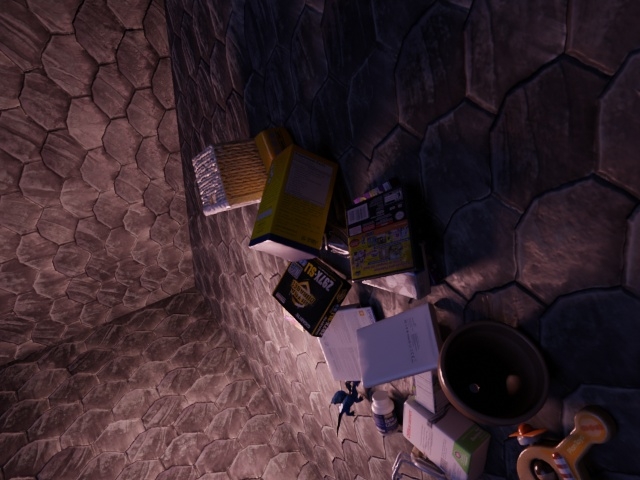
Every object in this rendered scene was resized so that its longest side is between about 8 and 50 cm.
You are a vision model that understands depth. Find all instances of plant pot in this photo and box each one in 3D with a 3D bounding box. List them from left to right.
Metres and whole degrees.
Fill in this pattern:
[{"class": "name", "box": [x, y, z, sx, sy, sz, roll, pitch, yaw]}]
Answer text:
[{"class": "plant pot", "box": [0.442, 0.375, 1.141, 0.263, 0.263, 0.229, 49, 165, 28]}]

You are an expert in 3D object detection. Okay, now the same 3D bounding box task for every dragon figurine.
[{"class": "dragon figurine", "box": [0.108, 0.741, 1.928, 0.144, 0.289, 0.085, 41, 172, -38]}]

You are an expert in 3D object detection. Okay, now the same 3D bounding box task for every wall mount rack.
[{"class": "wall mount rack", "box": [0.412, 0.884, 1.514, 0.305, 0.130, 0.350, 22, 165, 17]}]

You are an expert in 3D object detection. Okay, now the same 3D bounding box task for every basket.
[{"class": "basket", "box": [-0.341, -0.281, 1.835, 0.328, 0.332, 0.266, -5, 100, 59]}]

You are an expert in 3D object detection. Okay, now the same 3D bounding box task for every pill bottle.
[{"class": "pill bottle", "box": [0.267, 0.720, 1.762, 0.094, 0.094, 0.169, 9, 118, 56]}]

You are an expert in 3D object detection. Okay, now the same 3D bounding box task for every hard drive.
[{"class": "hard drive", "box": [0.253, 0.349, 1.386, 0.308, 0.040, 0.202, -31, 51, 36]}]

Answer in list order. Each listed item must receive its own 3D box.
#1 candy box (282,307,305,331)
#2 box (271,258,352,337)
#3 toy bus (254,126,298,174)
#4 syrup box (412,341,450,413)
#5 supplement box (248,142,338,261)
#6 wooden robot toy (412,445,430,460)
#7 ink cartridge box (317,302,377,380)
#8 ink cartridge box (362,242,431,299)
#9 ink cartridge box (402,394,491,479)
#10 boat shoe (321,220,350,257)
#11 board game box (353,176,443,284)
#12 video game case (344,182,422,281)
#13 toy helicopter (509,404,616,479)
[{"class": "candy box", "box": [-0.130, 0.389, 2.214, 0.187, 0.053, 0.109, 23, 129, 48]}, {"class": "box", "box": [-0.047, 0.215, 1.795, 0.322, 0.079, 0.257, 37, 98, 44]}, {"class": "toy bus", "box": [-0.139, -0.281, 1.694, 0.108, 0.130, 0.332, -14, 98, 60]}, {"class": "syrup box", "box": [0.371, 0.447, 1.411, 0.096, 0.093, 0.236, 19, 125, 53]}, {"class": "supplement box", "box": [-0.095, -0.124, 1.496, 0.195, 0.194, 0.355, -16, 58, 60]}, {"class": "wooden robot toy", "box": [0.418, 0.786, 1.585, 0.173, 0.078, 0.076, 32, 165, -19]}, {"class": "ink cartridge box", "box": [0.141, 0.426, 1.753, 0.331, 0.071, 0.323, -15, 98, 37]}, {"class": "ink cartridge box", "box": [0.205, 0.075, 1.369, 0.333, 0.065, 0.165, 11, 119, 57]}, {"class": "ink cartridge box", "box": [0.426, 0.674, 1.456, 0.273, 0.115, 0.198, 30, 134, 45]}, {"class": "boat shoe", "box": [0.000, 0.000, 1.634, 0.341, 0.158, 0.127, 31, 135, 46]}, {"class": "board game box", "box": [0.242, -0.010, 1.357, 0.208, 0.056, 0.346, -26, 87, 56]}, {"class": "video game case", "box": [0.181, -0.013, 1.278, 0.275, 0.035, 0.247, -19, 72, 52]}, {"class": "toy helicopter", "box": [0.620, 0.541, 1.086, 0.235, 0.140, 0.354, 49, 136, 44]}]
